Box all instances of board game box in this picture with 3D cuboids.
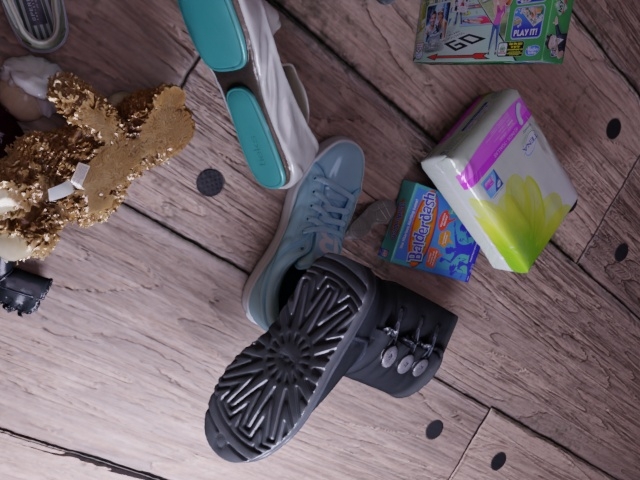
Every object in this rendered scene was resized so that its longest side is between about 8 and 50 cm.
[{"bbox_3d":[0.270,-0.391,1.004,0.046,0.317,0.213,0,104,-27],"label":"board game box"},{"bbox_3d":[0.231,-0.015,1.244,0.210,0.047,0.160,14,96,-30],"label":"board game box"}]

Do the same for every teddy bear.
[{"bbox_3d":[-0.331,-0.108,0.852,0.338,0.113,0.245,-50,150,-12],"label":"teddy bear"}]

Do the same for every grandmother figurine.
[{"bbox_3d":[-0.472,-0.119,0.816,0.342,0.104,0.207,-46,136,-13],"label":"grandmother figurine"}]

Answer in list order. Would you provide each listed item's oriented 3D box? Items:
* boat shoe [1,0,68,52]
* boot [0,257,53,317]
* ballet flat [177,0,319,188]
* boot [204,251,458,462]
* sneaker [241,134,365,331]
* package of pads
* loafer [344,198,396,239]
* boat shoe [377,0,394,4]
[{"bbox_3d":[-0.384,-0.390,0.784,0.109,0.094,0.302,-24,114,-21],"label":"boat shoe"},{"bbox_3d":[-0.437,0.046,0.906,0.099,0.045,0.121,31,95,-29],"label":"boot"},{"bbox_3d":[-0.101,-0.272,0.965,0.139,0.139,0.400,-31,120,-18],"label":"ballet flat"},{"bbox_3d":[0.048,0.225,1.098,0.367,0.146,0.445,-51,151,6],"label":"boot"},{"bbox_3d":[0.000,0.000,1.065,0.135,0.150,0.365,21,94,-32],"label":"sneaker"},{"bbox_3d":[0.357,-0.118,1.218,0.229,0.101,0.296,-48,113,-22],"label":"package of pads"},{"bbox_3d":[0.089,-0.039,1.170,0.125,0.039,0.045,-35,97,-34],"label":"loafer"},{"bbox_3d":[0.165,-0.545,1.037,0.335,0.121,0.119,-52,150,1],"label":"boat shoe"}]
